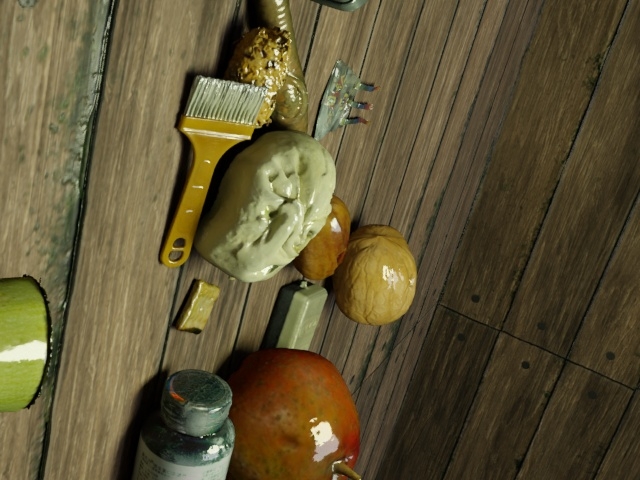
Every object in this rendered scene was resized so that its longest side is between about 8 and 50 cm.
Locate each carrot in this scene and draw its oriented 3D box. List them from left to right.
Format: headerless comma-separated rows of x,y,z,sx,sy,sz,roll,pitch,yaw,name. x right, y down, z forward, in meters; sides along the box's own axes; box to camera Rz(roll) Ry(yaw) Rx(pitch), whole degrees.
-0.055,-0.238,1.216,0.070,0.070,0.342,-57,159,-28,carrot

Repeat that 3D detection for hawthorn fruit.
-0.047,0.337,1.561,0.277,0.298,0.277,-38,147,-31,hawthorn fruit

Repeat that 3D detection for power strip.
-0.063,0.196,1.735,0.105,0.070,0.256,-21,131,-67,power strip

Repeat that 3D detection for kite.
0.051,-0.241,1.593,0.245,0.015,0.141,-11,125,-65,kite

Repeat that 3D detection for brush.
-0.152,-0.079,1.148,0.103,0.013,0.272,3,121,-35,brush

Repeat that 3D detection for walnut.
0.000,0.000,1.605,0.116,0.116,0.207,-52,158,-38,walnut
0.112,0.075,1.917,0.193,0.193,0.225,-54,155,-35,walnut

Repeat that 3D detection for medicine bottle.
-0.210,0.340,1.366,0.141,0.141,0.293,-35,146,-59,medicine bottle

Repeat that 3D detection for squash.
-0.327,0.095,0.747,0.137,0.137,0.287,-68,160,7,squash

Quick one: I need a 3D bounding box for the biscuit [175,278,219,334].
-0.182,0.100,1.346,0.081,0.018,0.083,-65,163,-3,biscuit

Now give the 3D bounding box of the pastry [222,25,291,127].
-0.086,-0.202,1.144,0.080,0.056,0.140,1,121,-24,pastry

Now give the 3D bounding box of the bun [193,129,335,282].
-0.064,-0.038,1.249,0.229,0.145,0.229,-41,155,-24,bun

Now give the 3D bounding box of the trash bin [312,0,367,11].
0.024,-0.413,1.164,0.176,0.101,0.236,-62,160,-8,trash bin
